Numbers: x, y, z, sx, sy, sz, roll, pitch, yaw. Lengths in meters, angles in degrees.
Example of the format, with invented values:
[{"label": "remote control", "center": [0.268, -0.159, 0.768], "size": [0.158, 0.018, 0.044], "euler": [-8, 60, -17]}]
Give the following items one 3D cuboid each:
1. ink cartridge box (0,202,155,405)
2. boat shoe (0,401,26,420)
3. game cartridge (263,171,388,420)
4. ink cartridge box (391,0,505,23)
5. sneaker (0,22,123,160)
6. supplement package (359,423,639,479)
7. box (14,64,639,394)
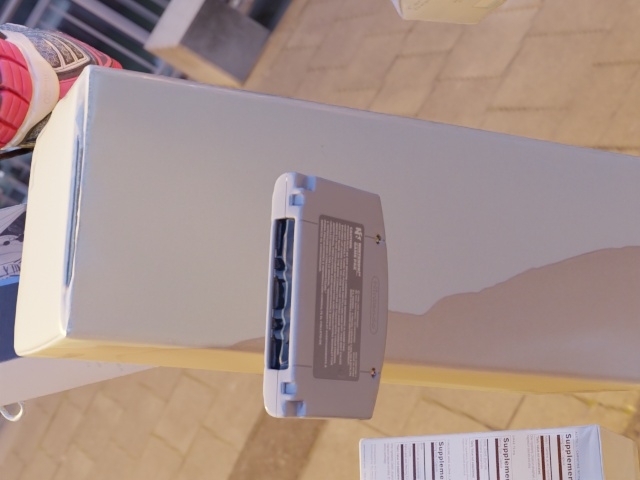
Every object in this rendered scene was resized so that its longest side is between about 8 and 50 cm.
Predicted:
[{"label": "ink cartridge box", "center": [-0.150, 0.025, 0.967], "size": [0.333, 0.065, 0.165], "euler": [-14, 49, 1]}, {"label": "boat shoe", "center": [-0.393, 0.147, 1.456], "size": [0.156, 0.367, 0.135], "euler": [-124, 35, -45]}, {"label": "game cartridge", "center": [0.003, 0.021, 0.422], "size": [0.017, 0.056, 0.083], "euler": [-5, 79, 41]}, {"label": "ink cartridge box", "center": [-0.019, -0.289, 0.767], "size": [0.091, 0.308, 0.385], "euler": [-35, -10, 30]}, {"label": "sneaker", "center": [-0.260, -0.116, 0.960], "size": [0.299, 0.112, 0.120], "euler": [20, 108, 55]}, {"label": "supplement package", "center": [0.163, 0.244, 1.031], "size": [0.203, 0.194, 0.149], "euler": [-7, 74, 21]}, {"label": "box", "center": [0.013, 0.008, 0.613], "size": [0.148, 0.311, 0.121], "euler": [158, 117, -67]}]
